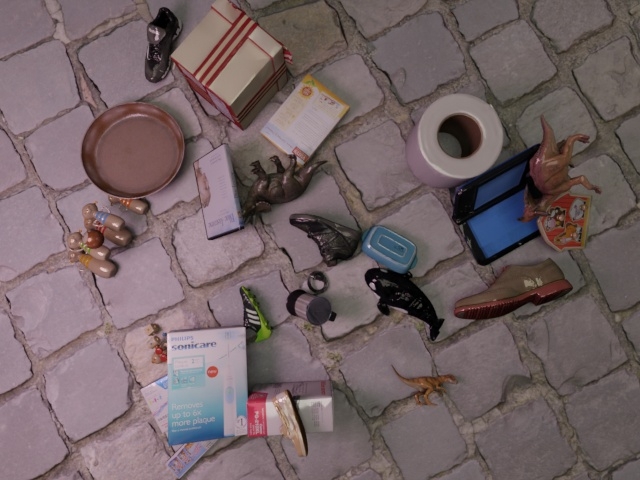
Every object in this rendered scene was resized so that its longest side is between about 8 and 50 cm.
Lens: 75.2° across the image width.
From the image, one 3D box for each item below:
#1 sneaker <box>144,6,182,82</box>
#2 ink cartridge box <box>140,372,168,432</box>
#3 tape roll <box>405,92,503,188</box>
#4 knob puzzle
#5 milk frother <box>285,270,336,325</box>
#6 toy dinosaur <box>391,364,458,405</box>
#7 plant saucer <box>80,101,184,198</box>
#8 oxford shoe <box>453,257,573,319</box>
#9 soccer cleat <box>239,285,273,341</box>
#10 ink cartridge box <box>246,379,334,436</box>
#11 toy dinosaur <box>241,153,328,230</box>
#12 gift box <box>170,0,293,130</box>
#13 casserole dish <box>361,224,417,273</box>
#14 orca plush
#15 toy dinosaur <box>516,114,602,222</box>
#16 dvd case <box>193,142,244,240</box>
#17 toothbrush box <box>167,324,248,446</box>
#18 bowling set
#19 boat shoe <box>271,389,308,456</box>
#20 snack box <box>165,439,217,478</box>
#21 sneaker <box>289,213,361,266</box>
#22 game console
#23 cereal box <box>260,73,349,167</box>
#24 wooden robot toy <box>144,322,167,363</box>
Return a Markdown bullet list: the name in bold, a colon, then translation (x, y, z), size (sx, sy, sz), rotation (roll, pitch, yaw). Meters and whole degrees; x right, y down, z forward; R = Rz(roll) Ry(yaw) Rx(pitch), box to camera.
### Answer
- **sneaker**: translation (-0.501, -0.609, 1.281), size (0.078, 0.106, 0.235), rotation (17, 87, 1)
- **ink cartridge box**: translation (-0.442, 0.495, 1.247), size (0.104, 0.061, 0.182), rotation (-28, 88, -2)
- **tape roll**: translation (0.390, -0.288, 1.241), size (0.245, 0.169, 0.247), rotation (0, 86, -1)
- **knob puzzle**: translation (0.745, -0.056, 1.262), size (0.212, 0.030, 0.214), rotation (-3, 99, -15)
- **milk frother**: translation (-0.015, 0.167, 1.231), size (0.129, 0.134, 0.143), rotation (7, 90, -31)
- **toy dinosaur**: translation (0.309, 0.442, 1.266), size (0.211, 0.064, 0.113), rotation (5, 69, -9)
- **plant saucer**: translation (-0.570, -0.273, 1.279), size (0.310, 0.050, 0.311), rotation (1, 81, -3)
- **oxford shoe**: translation (0.563, 0.149, 1.266), size (0.347, 0.123, 0.130), rotation (-14, 61, 0)
- **soccer cleat**: translation (-0.212, 0.225, 1.265), size (0.072, 0.060, 0.179), rotation (-28, 90, 0)
- **ink cartridge box**: translation (-0.080, 0.477, 1.196), size (0.236, 0.172, 0.100), rotation (-3, 87, -1)
- **toy dinosaur**: translation (-0.126, -0.171, 1.270), size (0.313, 0.121, 0.161), rotation (-24, 119, -12)
- **gift box**: translation (-0.235, -0.511, 1.201), size (0.255, 0.276, 0.258), rotation (40, 86, -4)
- **casserole dish**: translation (0.216, 0.022, 1.272), size (0.188, 0.037, 0.114), rotation (30, 68, 2)
- **orca plush**: translation (0.256, 0.187, 1.248), size (0.151, 0.102, 0.287), rotation (-38, 88, -2)
- **toy dinosaur**: translation (0.620, -0.178, 1.138), size (0.200, 0.127, 0.296), rotation (-26, 114, 4)
- **dvd case**: translation (-0.308, -0.139, 1.242), size (0.180, 0.022, 0.253), rotation (-15, 86, 43)
- **toothbrush box**: translation (-0.321, 0.398, 1.186), size (0.216, 0.126, 0.296), rotation (0, 81, -17)
- **bowling set**: translation (-0.655, -0.038, 1.212), size (0.154, 0.200, 0.287), rotation (25, 83, 2)
- **boat shoe**: translation (-0.081, 0.479, 1.081), size (0.059, 0.063, 0.170), rotation (-21, 78, 1)
- **snack box**: translation (-0.384, 0.632, 1.260), size (0.064, 0.022, 0.178), rotation (45, 87, 1)
- **sneaker**: translation (0.000, 0.000, 1.264), size (0.227, 0.087, 0.131), rotation (21, 81, -5)
- **game console**: translation (0.564, -0.099, 1.239), size (0.293, 0.250, 0.173), rotation (-30, 61, -2)
- **cereal box**: translation (-0.048, -0.373, 1.302), size (0.173, 0.047, 0.240), rotation (39, 88, 1)
- **wooden robot toy**: translation (-0.489, 0.341, 1.254), size (0.079, 0.076, 0.173), rotation (-39, 88, 9)
